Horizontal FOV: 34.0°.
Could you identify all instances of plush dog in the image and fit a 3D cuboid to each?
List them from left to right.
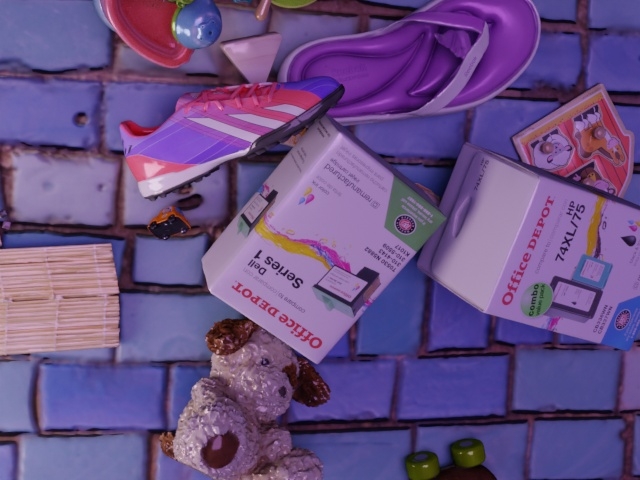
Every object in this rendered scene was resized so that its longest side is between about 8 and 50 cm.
[{"bbox_3d":[-0.108,0.227,1.469,0.262,0.210,0.225,40,70,-42],"label":"plush dog"}]

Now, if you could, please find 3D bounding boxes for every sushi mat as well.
[{"bbox_3d":[-0.435,0.084,1.430,0.316,0.019,0.152,-3,99,-13],"label":"sushi mat"}]

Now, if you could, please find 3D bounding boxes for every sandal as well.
[{"bbox_3d":[0.145,-0.251,1.474,0.416,0.102,0.169,-21,95,-15],"label":"sandal"}]

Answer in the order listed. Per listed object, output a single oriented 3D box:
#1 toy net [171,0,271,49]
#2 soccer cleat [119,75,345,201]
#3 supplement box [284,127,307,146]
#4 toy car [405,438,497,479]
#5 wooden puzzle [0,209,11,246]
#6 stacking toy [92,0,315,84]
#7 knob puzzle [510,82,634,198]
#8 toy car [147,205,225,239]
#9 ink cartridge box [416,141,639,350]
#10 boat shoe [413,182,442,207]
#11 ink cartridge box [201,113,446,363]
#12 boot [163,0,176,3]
[{"bbox_3d":[-0.094,-0.339,1.348,0.232,0.045,0.122,-35,136,-16],"label":"toy net"},{"bbox_3d":[-0.123,-0.161,1.391,0.318,0.108,0.116,-23,100,18],"label":"soccer cleat"},{"bbox_3d":[-0.068,-0.172,1.482,0.098,0.036,0.062,12,92,-14],"label":"supplement box"},{"bbox_3d":[0.218,0.402,1.539,0.148,0.188,0.155,-14,100,-12],"label":"toy car"},{"bbox_3d":[-0.462,-0.012,1.421,0.083,0.006,0.049,-11,99,-12],"label":"wooden puzzle"},{"bbox_3d":[-0.146,-0.376,1.421,0.279,0.130,0.309,28,97,-30],"label":"stacking toy"},{"bbox_3d":[0.407,-0.116,1.607,0.213,0.030,0.213,-2,97,-14],"label":"knob puzzle"},{"bbox_3d":[-0.182,-0.013,1.483,0.122,0.060,0.041,30,44,-31],"label":"toy car"},{"bbox_3d":[0.318,0.008,1.475,0.270,0.197,0.198,15,102,-28],"label":"ink cartridge box"},{"bbox_3d":[0.136,-0.053,1.535,0.170,0.059,0.063,31,104,-20],"label":"boat shoe"},{"bbox_3d":[0.000,0.000,1.434,0.201,0.117,0.278,36,101,-21],"label":"ink cartridge box"},{"bbox_3d":[-0.205,-0.360,1.303,0.106,0.037,0.114,3,112,-39],"label":"boot"}]
